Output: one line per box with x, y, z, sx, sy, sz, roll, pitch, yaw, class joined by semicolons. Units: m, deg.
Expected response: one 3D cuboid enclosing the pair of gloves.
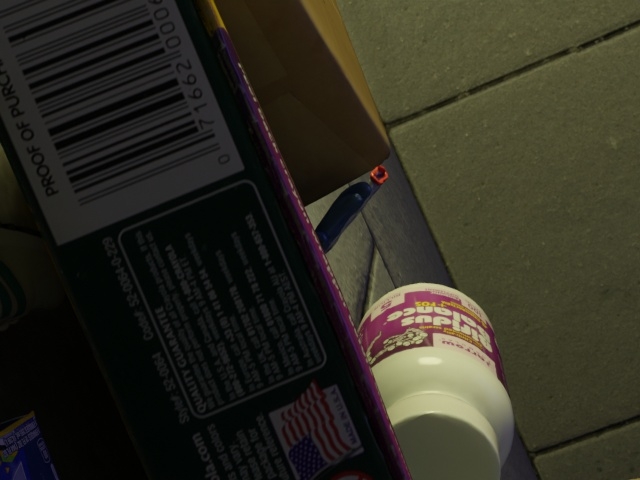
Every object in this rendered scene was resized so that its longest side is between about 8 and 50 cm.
0.000;0.000;0.995;0.023;0.159;0.198;39;16;3;pair of gloves

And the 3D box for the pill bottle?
0.113;0.168;1.135;0.301;0.169;0.169;-79;145;-72;pill bottle

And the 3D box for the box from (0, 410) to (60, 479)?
-0.135;0.106;0.327;0.169;0.059;0.054;-38;108;-79;box

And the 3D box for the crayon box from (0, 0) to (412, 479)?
-0.050;0.043;0.583;0.313;0.106;0.363;-157;-135;-84;crayon box

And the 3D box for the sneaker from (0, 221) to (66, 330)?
-0.156;0.025;0.444;0.161;0.057;0.075;52;41;-72;sneaker

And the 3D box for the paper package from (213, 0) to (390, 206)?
-0.098;-0.222;0.897;0.325;0.168;0.310;49;20;-58;paper package

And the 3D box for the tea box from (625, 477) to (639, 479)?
0.369;0.507;1.302;0.329;0.219;0.324;91;-10;-48;tea box
